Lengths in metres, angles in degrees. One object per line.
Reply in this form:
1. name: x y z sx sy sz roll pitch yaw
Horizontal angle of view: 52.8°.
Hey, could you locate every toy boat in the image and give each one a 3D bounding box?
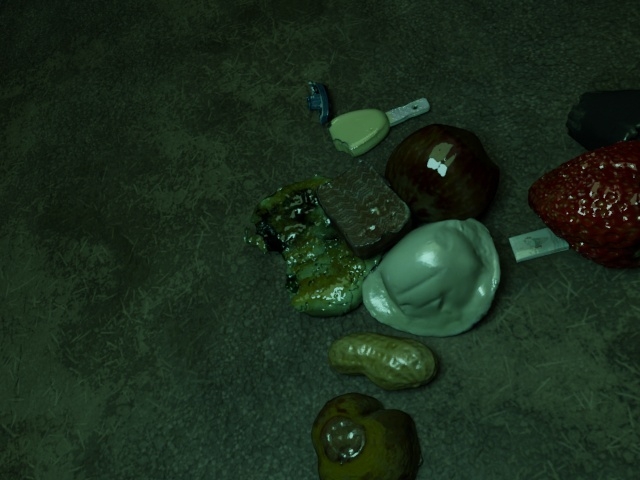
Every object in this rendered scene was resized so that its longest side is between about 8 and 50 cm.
1. toy boat: -0.007 -0.361 1.671 0.060 0.060 0.137 -5 61 -8

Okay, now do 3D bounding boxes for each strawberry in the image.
1. strawberry: 0.541 -0.075 1.215 0.288 0.250 0.239 13 66 44

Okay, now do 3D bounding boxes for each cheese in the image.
1. cheese: 0.145 -0.287 1.581 0.255 0.050 0.127 -20 57 8

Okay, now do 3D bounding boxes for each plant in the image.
1. plant: 0.640 -0.223 1.320 0.256 0.142 0.164 31 74 35

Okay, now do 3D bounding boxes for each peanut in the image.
1. peanut: 0.118 0.236 1.266 0.225 0.095 0.108 8 61 24

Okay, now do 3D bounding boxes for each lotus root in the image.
1. lotus root: 0.067 0.359 1.169 0.188 0.180 0.199 -18 58 13

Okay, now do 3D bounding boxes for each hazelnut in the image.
1. hazelnut: 0.251 -0.138 1.360 0.218 0.218 0.234 -43 55 -8

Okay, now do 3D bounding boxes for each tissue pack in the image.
1. tissue pack: 0.448 0.006 1.324 0.108 0.023 0.056 -17 57 10

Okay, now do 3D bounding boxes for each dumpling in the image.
1. dumpling: 0.231 0.085 1.299 0.175 0.243 0.227 -23 79 -41

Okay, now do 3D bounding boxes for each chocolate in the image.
1. chocolate: 0.094 -0.058 1.358 0.148 0.093 0.214 -32 55 -2

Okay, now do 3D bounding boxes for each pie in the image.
1. pie: 0.000 0.000 1.454 0.296 0.078 0.371 -33 57 -4
